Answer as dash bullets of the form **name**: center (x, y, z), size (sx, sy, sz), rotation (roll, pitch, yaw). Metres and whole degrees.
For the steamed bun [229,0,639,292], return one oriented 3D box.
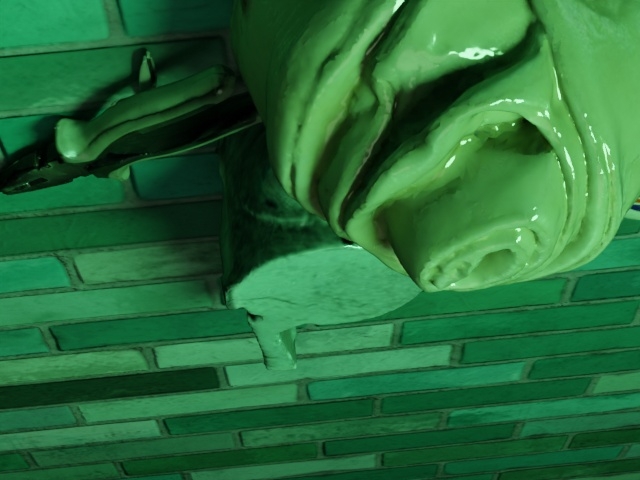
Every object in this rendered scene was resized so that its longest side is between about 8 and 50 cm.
- **steamed bun**: center (0.099, -0.094, 1.020), size (0.309, 0.219, 0.324), rotation (-23, 124, 26)

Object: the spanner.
- **spanner**: center (-0.185, -0.091, 1.255), size (0.325, 0.040, 0.095), rotation (-17, 157, 35)

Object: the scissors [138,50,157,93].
- **scissors**: center (-0.153, -0.134, 1.219), size (0.058, 0.014, 0.119), rotation (-4, 158, -6)

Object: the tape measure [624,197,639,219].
- **tape measure**: center (0.343, -0.113, 1.251), size (0.258, 0.130, 0.265), rotation (3, 159, -13)

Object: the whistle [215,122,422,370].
- **whistle**: center (-0.032, 0.004, 1.358), size (0.188, 0.168, 0.405), rotation (6, 152, -26)
